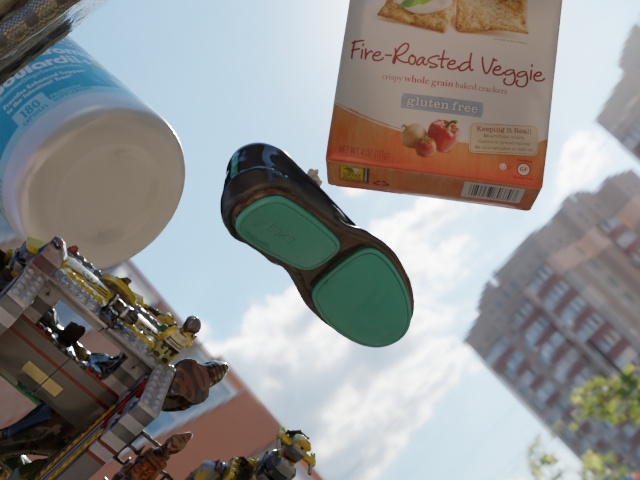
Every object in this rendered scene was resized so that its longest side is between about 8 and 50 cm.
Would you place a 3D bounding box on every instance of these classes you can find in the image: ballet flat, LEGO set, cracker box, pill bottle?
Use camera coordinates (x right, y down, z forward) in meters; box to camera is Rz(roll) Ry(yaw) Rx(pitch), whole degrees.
[{"bbox_3d":[0.000,0.000,0.773,0.074,0.074,0.203,-44,-43,3],"label":"ballet flat"},{"bbox_3d":[-0.098,0.106,0.689,0.192,0.331,0.255,-43,5,20],"label":"LEGO set"},{"bbox_3d":[0.096,-0.149,0.874,0.067,0.155,0.232,84,-166,-75],"label":"cracker box"},{"bbox_3d":[-0.234,-0.096,0.986,0.146,0.264,0.146,-21,-50,-28],"label":"pill bottle"}]

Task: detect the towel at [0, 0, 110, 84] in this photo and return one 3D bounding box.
[{"bbox_3d":[-0.118,-0.177,0.677,0.324,0.056,0.312,-37,13,-4],"label":"towel"}]
